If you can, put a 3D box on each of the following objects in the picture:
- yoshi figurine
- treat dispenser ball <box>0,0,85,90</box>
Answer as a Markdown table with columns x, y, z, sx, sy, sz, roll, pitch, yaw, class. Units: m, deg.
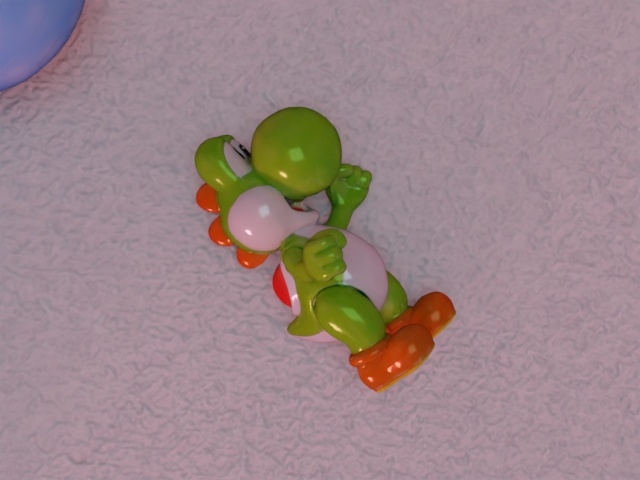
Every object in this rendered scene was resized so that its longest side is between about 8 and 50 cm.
| x | y | z | sx | sy | sz | roll | pitch | yaw | class |
| --- | --- | --- | --- | --- | --- | --- | --- | --- | --- |
| 0.015 | -0.015 | 1.486 | 0.362 | 0.203 | 0.203 | 46 | 69 | 0 | yoshi figurine |
| -0.405 | -0.304 | 1.397 | 0.288 | 0.288 | 0.288 | 0 | 88 | -5 | treat dispenser ball |
